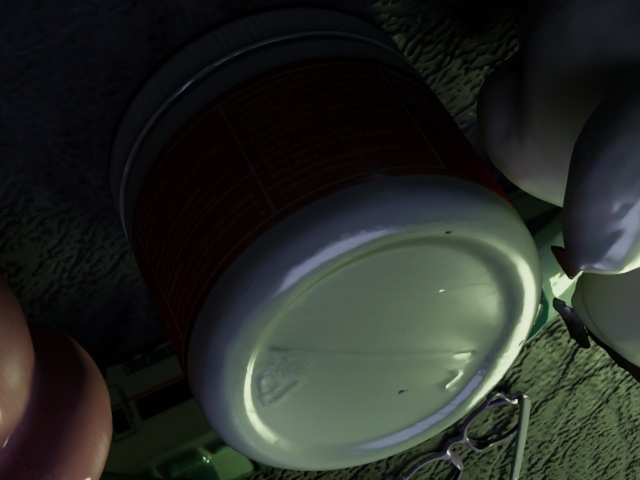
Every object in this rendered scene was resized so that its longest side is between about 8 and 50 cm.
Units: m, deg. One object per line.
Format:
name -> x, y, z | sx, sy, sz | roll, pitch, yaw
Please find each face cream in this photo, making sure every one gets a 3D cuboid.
face cream -> 0.000, 0.000, 0.913 | 0.201, 0.187, 0.201 | -15, 135, -15

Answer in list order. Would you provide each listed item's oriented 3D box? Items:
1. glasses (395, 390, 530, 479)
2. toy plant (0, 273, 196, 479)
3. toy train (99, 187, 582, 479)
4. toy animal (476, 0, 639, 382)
glasses -> 0.124, 0.194, 1.223 | 0.140, 0.104, 0.062 | -42, 137, 19
toy plant -> -0.176, 0.140, 0.900 | 0.317, 0.210, 0.356 | -24, 120, 17
toy train -> 0.041, 0.064, 1.069 | 0.407, 0.088, 0.086 | -25, 136, -6
toy animal -> 0.197, -0.050, 0.928 | 0.183, 0.247, 0.310 | -27, 140, 4
